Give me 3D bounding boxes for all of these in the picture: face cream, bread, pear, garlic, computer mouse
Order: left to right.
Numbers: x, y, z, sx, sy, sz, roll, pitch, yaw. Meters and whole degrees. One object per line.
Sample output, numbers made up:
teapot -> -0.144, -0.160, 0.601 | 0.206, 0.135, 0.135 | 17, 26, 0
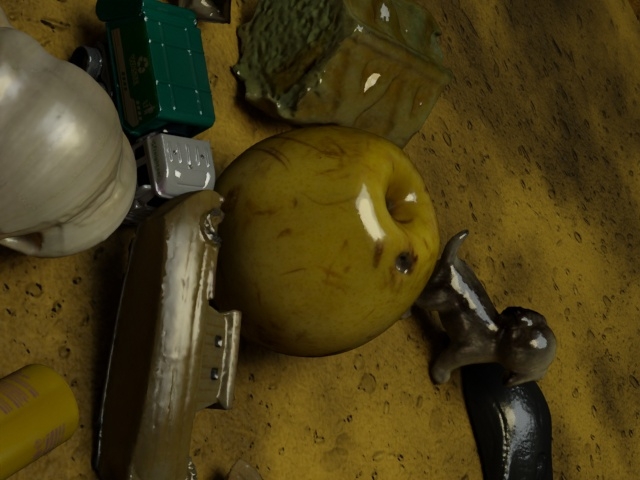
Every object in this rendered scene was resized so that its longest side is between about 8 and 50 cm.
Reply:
face cream -> -0.315, 0.185, 0.834 | 0.273, 0.078, 0.078 | -30, 97, -54
garlic -> -0.288, -0.093, 0.924 | 0.281, 0.184, 0.203 | 46, 61, -30
pear -> 0.000, 0.000, 1.172 | 0.280, 0.280, 0.281 | 27, 53, -42
bread -> 0.035, -0.247, 1.408 | 0.252, 0.239, 0.196 | 28, 12, -46
computer mouse -> 0.292, 0.273, 1.562 | 0.147, 0.088, 0.264 | 2, 74, -49

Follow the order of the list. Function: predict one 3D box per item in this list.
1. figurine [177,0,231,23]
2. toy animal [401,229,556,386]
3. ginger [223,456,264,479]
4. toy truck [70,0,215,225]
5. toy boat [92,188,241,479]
figurine -> -0.152, -0.432, 1.299 | 0.308, 0.143, 0.309 | -3, 90, -65
toy animal -> 0.219, 0.114, 1.483 | 0.233, 0.168, 0.121 | 50, 38, -2
ginger -> -0.068, 0.322, 1.085 | 0.095, 0.068, 0.190 | 19, 59, -44
toy truck -> -0.187, -0.148, 1.131 | 0.114, 0.124, 0.254 | 4, 69, -48
toy boat -> -0.138, 0.106, 1.039 | 0.121, 0.089, 0.321 | 16, 76, -40
